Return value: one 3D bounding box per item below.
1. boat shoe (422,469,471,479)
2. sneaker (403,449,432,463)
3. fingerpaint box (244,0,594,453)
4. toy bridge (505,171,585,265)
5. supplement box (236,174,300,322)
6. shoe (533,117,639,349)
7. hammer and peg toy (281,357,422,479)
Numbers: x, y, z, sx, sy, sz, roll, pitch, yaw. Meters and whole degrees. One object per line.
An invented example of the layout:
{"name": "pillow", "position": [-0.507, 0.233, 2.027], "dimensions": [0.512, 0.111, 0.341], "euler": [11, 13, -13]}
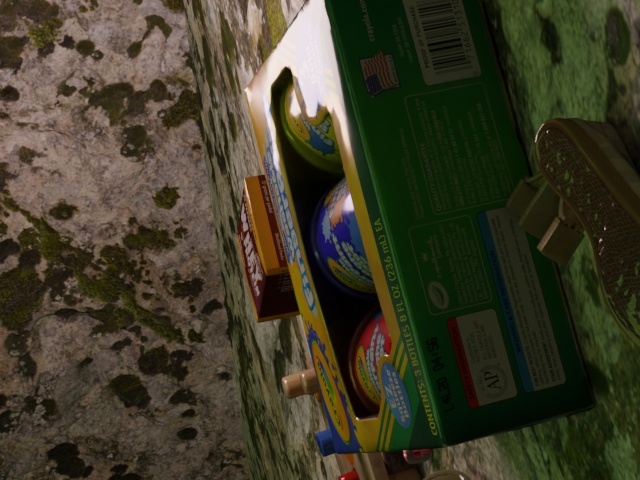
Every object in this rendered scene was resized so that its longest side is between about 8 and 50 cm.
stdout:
{"name": "boat shoe", "position": [0.119, 0.416, 1.525], "dimensions": [0.113, 0.302, 0.103], "euler": [2, 133, 41]}
{"name": "sneaker", "position": [0.125, 0.245, 1.777], "dimensions": [0.057, 0.047, 0.119], "euler": [-100, 5, -56]}
{"name": "fingerpaint box", "position": [0.075, -0.013, 1.350], "dimensions": [0.371, 0.163, 0.445], "euler": [147, 110, -73]}
{"name": "toy bridge", "position": [0.192, -0.033, 1.094], "dimensions": [0.063, 0.026, 0.188], "euler": [-59, 8, 12]}
{"name": "supplement box", "position": [0.000, 0.000, 1.701], "dimensions": [0.194, 0.191, 0.129], "euler": [106, 152, -66]}
{"name": "shoe", "position": [0.233, -0.006, 0.965], "dimensions": [0.076, 0.058, 0.219], "euler": [-57, 47, 46]}
{"name": "hammer and peg toy", "position": [0.063, 0.338, 1.955], "dimensions": [0.266, 0.127, 0.361], "euler": [135, 117, -76]}
